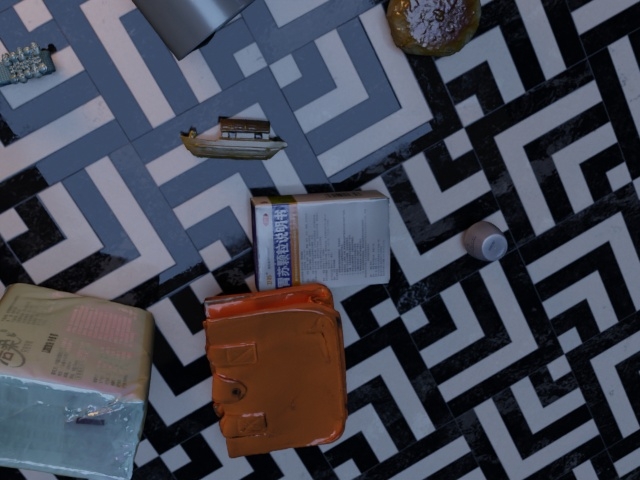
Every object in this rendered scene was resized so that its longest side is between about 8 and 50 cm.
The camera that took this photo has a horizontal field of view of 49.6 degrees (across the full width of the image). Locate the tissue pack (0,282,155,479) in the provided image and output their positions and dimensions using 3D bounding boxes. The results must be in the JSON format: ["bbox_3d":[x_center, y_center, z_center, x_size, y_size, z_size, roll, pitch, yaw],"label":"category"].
[{"bbox_3d":[-0.503,0.263,1.353,0.331,0.405,0.205,12,105,-14],"label":"tissue pack"}]

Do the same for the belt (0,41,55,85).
[{"bbox_3d":[-0.608,-0.323,1.336,0.179,0.100,0.065,-19,104,-3],"label":"belt"}]

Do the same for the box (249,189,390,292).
[{"bbox_3d":[0.000,0.000,1.540,0.299,0.106,0.200,-4,105,-9],"label":"box"}]

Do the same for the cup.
[{"bbox_3d":[-0.284,-0.519,1.293,0.205,0.205,0.312,-39,108,1],"label":"cup"}]

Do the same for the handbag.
[{"bbox_3d":[-0.098,0.294,1.539,0.303,0.116,0.410,-8,122,-8],"label":"handbag"}]

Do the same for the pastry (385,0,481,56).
[{"bbox_3d":[0.241,-0.479,1.470,0.192,0.093,0.182,11,104,-15],"label":"pastry"}]

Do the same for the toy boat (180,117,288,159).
[{"bbox_3d":[-0.182,-0.215,1.470,0.225,0.068,0.088,2,99,-9],"label":"toy boat"}]

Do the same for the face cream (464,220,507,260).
[{"bbox_3d":[0.388,0.004,1.625,0.091,0.095,0.091,-3,106,-12],"label":"face cream"}]
